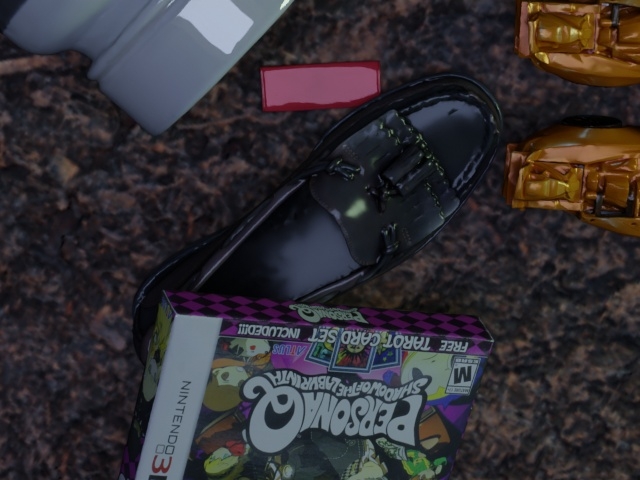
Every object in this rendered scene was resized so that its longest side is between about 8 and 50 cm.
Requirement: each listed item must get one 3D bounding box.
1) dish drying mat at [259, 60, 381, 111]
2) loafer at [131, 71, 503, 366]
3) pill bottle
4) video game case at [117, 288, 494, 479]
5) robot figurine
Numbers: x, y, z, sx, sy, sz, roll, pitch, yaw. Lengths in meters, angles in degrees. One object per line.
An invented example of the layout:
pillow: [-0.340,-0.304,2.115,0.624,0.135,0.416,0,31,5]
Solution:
dish drying mat: [0.000,-0.107,1.304,0.083,0.008,0.032,-3,103,1]
loafer: [0.000,0.000,1.281,0.302,0.095,0.109,-35,101,9]
pill bottle: [-0.178,-0.248,1.173,0.361,0.204,0.204,43,99,-10]
video game case: [-0.017,0.140,1.289,0.232,0.042,0.210,6,116,-21]
robot figurine: [0.273,-0.085,1.271,0.291,0.085,0.211,2,104,-1]
